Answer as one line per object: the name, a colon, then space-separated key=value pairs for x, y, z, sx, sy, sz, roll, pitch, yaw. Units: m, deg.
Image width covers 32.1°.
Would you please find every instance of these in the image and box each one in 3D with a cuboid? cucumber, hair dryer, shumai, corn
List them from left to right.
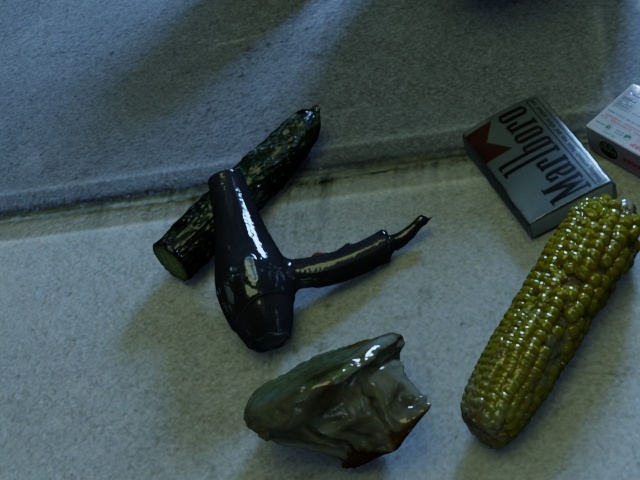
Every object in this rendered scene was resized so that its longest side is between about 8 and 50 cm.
cucumber: x=-0.093 y=-0.068 z=1.432 sx=0.067 sy=0.067 sz=0.293 roll=30 pitch=66 yaw=36
hair dryer: x=0.000 y=0.000 z=1.336 sx=0.272 sy=0.091 sz=0.235 roll=-12 pitch=64 yaw=-7
shumai: x=0.024 y=0.177 z=1.167 sx=0.201 sy=0.201 sz=0.120 roll=-26 pitch=90 yaw=-1
corn: x=0.247 y=0.075 z=1.175 sx=0.097 sy=0.097 sz=0.320 roll=23 pitch=66 yaw=33

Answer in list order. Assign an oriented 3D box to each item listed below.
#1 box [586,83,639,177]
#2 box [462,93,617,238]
box: x=0.388 y=-0.121 z=1.307 sx=0.089 sy=0.043 sz=0.125 roll=-40 pitch=51 yaw=-13
box: x=0.260 y=-0.092 z=1.337 sx=0.115 sy=0.036 sz=0.177 roll=-28 pitch=49 yaw=-1
